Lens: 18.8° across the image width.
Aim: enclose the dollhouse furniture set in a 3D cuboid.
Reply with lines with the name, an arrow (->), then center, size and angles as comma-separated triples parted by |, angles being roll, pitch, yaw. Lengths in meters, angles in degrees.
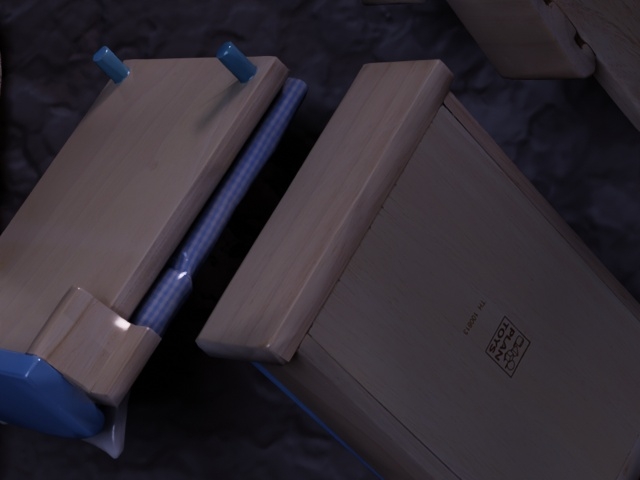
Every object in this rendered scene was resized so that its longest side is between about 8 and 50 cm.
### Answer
dollhouse furniture set -> 0.000, 0.000, 0.895 | 0.303, 0.198, 0.286 | 4, 56, 50
